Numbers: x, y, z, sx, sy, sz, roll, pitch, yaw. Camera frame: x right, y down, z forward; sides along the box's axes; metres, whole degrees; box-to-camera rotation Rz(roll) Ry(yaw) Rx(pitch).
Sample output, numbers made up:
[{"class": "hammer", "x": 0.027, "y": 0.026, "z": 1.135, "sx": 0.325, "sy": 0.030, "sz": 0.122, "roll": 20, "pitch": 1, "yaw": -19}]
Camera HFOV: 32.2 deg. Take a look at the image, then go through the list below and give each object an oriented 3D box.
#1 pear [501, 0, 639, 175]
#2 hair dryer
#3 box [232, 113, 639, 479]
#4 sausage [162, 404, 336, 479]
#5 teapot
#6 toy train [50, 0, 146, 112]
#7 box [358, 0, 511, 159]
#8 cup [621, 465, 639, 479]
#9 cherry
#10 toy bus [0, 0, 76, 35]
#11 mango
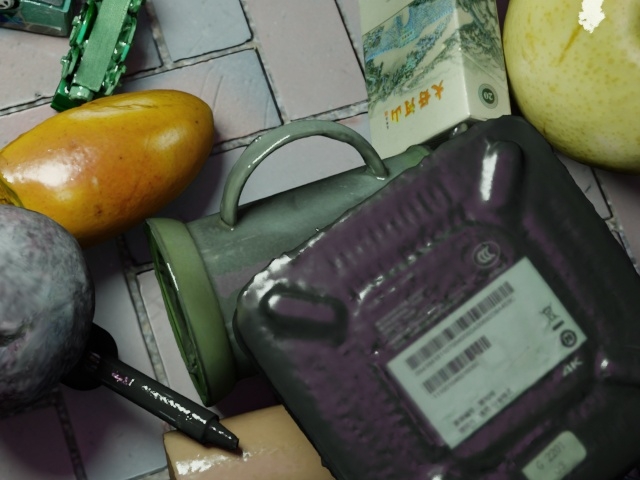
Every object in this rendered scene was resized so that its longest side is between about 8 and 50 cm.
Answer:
[{"class": "pear", "x": 0.342, "y": -0.220, "z": 1.216, "sx": 0.309, "sy": 0.309, "sz": 0.309, "roll": 2, "pitch": 74, "yaw": -6}, {"class": "hair dryer", "x": -0.179, "y": 0.145, "z": 1.110, "sx": 0.248, "sy": 0.114, "sz": 0.070, "roll": 24, "pitch": 78, "yaw": 17}, {"class": "box", "x": 0.141, "y": 0.097, "z": 1.017, "sx": 0.359, "sy": 0.091, "sz": 0.350, "roll": -36, "pitch": 86, "yaw": -11}, {"class": "sausage", "x": -0.026, "y": 0.225, "z": 1.131, "sx": 0.253, "sy": 0.123, "sz": 0.123, "roll": -13, "pitch": 76, "yaw": -10}, {"class": "teapot", "x": 0.000, "y": 0.000, "z": 1.141, "sx": 0.337, "sy": 0.270, "sz": 0.200, "roll": -18, "pitch": 32, "yaw": -13}, {"class": "toy train", "x": -0.247, "y": -0.226, "z": 1.245, "sx": 0.071, "sy": 0.104, "sz": 0.178, "roll": 21, "pitch": 71, "yaw": -17}, {"class": "box", "x": 0.121, "y": -0.224, "z": 1.249, "sx": 0.069, "sy": 0.164, "sz": 0.256, "roll": 6, "pitch": 71, "yaw": -34}, {"class": "cup", "x": 0.318, "y": 0.181, "z": 1.152, "sx": 0.300, "sy": 0.173, "sz": 0.167, "roll": 39, "pitch": 73, "yaw": 5}, {"class": "cherry", "x": -0.293, "y": 0.059, "z": 1.009, "sx": 0.195, "sy": 0.195, "sz": 0.195, "roll": 2, "pitch": 74, "yaw": -6}, {"class": "toy bus", "x": -0.406, "y": -0.297, "z": 1.247, "sx": 0.262, "sy": 0.109, "sz": 0.091, "roll": 10, "pitch": 72, "yaw": -5}, {"class": "mango", "x": -0.214, "y": -0.084, "z": 1.175, "sx": 0.257, "sy": 0.187, "sz": 0.138, "roll": -29, "pitch": 99, "yaw": -23}]
